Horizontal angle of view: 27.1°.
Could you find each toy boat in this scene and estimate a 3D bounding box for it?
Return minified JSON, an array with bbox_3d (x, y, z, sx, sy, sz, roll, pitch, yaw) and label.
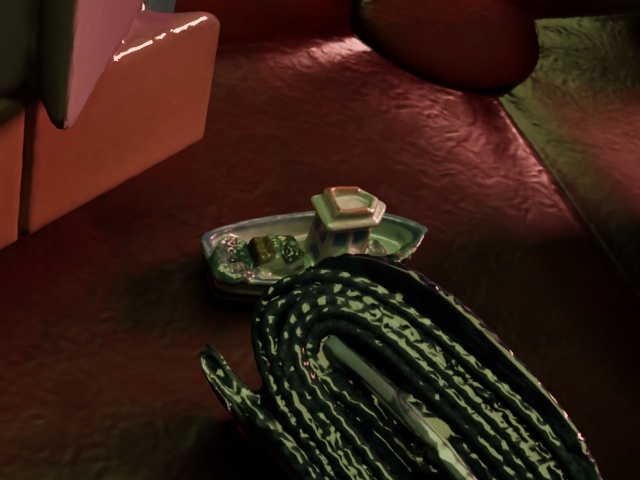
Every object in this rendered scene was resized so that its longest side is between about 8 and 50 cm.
[{"bbox_3d":[0.000,0.000,0.765,0.140,0.066,0.059,-4,47,-25],"label":"toy boat"}]

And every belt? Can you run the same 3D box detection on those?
[{"bbox_3d":[0.054,0.111,0.649,0.122,0.128,0.218,-39,68,-9],"label":"belt"}]

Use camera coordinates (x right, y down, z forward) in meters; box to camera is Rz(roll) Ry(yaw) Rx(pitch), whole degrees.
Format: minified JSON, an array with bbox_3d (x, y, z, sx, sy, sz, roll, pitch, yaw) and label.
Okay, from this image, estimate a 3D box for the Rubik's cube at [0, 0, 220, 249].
[{"bbox_3d":[-0.225,-0.180,0.662,0.368,0.358,0.387,-5,40,-26],"label":"Rubik's cube"}]
